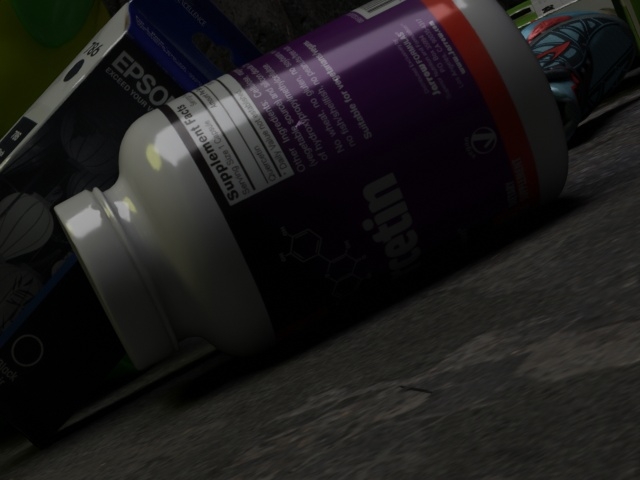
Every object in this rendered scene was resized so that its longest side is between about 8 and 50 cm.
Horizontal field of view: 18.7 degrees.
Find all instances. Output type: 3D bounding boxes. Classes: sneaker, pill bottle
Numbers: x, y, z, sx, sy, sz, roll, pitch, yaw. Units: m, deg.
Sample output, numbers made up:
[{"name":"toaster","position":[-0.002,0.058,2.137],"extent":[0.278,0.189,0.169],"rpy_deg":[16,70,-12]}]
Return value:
[{"name":"sneaker","position":[0.191,-0.111,1.644],"extent":[0.262,0.104,0.125],"rpy_deg":[-34,26,-27]},{"name":"pill bottle","position":[-0.007,-0.040,1.309],"extent":[0.323,0.181,0.181],"rpy_deg":[-28,6,-8]}]

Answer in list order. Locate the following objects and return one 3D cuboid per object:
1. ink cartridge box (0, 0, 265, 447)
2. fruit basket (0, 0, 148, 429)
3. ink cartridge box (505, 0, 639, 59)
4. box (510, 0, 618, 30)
[{"name":"ink cartridge box","position":[-0.155,-0.028,1.396],"extent":[0.333,0.165,0.065],"rpy_deg":[-50,22,-8]},{"name":"fruit basket","position":[-0.239,-0.084,1.573],"extent":[0.392,0.283,0.392],"rpy_deg":[-36,38,36]},{"name":"ink cartridge box","position":[0.292,-0.214,1.864],"extent":[0.255,0.097,0.189],"rpy_deg":[-24,11,9]},{"name":"box","position":[0.247,-0.209,2.090],"extent":[0.290,0.087,0.169],"rpy_deg":[-25,-3,13]}]
